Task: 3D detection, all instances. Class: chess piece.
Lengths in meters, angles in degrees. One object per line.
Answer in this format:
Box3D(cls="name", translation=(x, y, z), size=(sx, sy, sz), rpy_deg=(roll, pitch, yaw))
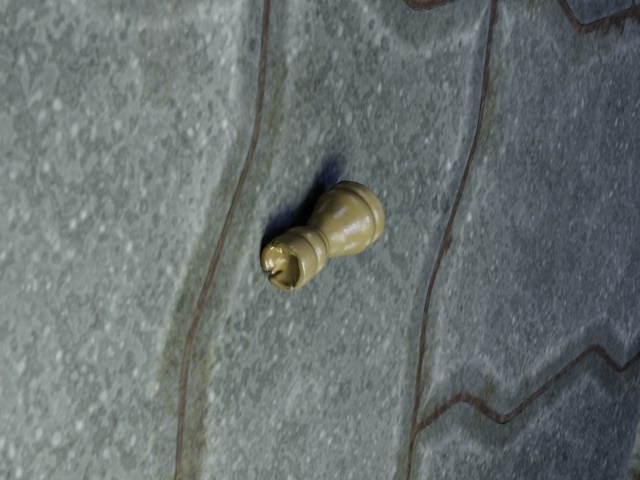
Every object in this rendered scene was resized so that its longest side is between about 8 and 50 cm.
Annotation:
Box3D(cls="chess piece", translation=(0.000, 0.000, 1.524), size=(0.122, 0.066, 0.066), rpy_deg=(-38, 136, -45))
